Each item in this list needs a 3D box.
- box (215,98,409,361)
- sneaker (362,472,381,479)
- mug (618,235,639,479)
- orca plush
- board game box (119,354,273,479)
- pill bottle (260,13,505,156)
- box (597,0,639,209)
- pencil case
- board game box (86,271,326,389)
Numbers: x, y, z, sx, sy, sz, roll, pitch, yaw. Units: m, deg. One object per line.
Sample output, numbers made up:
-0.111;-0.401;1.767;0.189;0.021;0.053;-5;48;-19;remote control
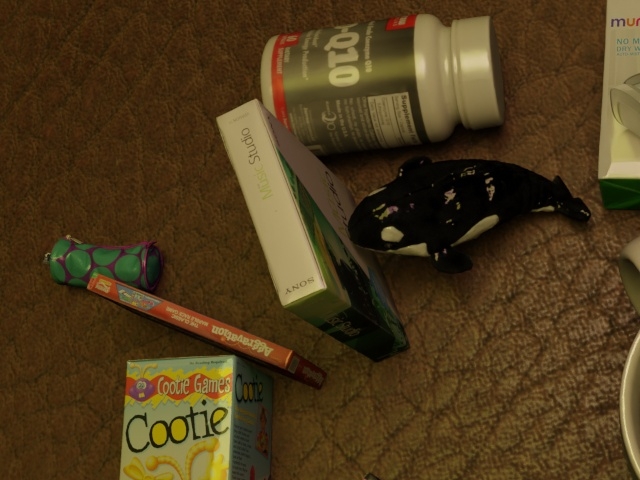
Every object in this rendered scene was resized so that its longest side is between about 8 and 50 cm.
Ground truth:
0.000;0.000;1.289;0.058;0.322;0.232;-26;68;13;box
0.104;0.304;1.315;0.119;0.047;0.057;35;79;16;sneaker
0.414;0.153;1.112;0.276;0.328;0.374;-32;66;4;mug
0.180;-0.045;1.307;0.287;0.102;0.151;4;67;-9;orca plush
-0.147;0.288;1.338;0.142;0.144;0.275;-4;71;16;board game box
0.081;-0.196;1.415;0.283;0.161;0.161;-6;71;15;pill bottle
0.463;-0.158;1.310;0.261;0.127;0.231;3;75;18;box
-0.288;0.030;1.506;0.151;0.064;0.070;4;99;17;pencil case
-0.139;0.112;1.391;0.281;0.145;0.027;19;79;22;board game box
